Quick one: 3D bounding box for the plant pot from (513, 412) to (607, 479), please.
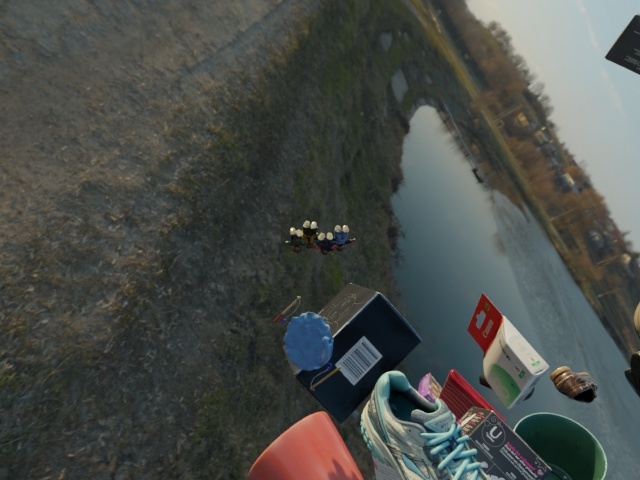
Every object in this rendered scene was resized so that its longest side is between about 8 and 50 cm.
[{"bbox_3d":[0.848,0.829,1.524,0.293,0.293,0.235,-69,154,-56],"label":"plant pot"}]

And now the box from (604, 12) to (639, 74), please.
[{"bbox_3d":[0.650,-0.248,0.661,0.242,0.076,0.307,-14,51,-38],"label":"box"}]

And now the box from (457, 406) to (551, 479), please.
[{"bbox_3d":[0.397,0.504,0.986,0.163,0.142,0.247,44,-6,21],"label":"box"}]

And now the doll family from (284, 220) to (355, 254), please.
[{"bbox_3d":[0.000,0.000,1.175,0.111,0.193,0.076,91,12,-55],"label":"doll family"}]

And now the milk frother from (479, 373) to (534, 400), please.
[{"bbox_3d":[0.577,0.405,1.309,0.129,0.135,0.143,16,84,-6],"label":"milk frother"}]

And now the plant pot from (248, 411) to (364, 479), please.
[{"bbox_3d":[-0.014,0.642,1.103,0.243,0.275,0.275,44,17,31],"label":"plant pot"}]

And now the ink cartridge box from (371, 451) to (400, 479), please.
[{"bbox_3d":[0.302,0.834,1.504,0.119,0.207,0.353,-8,87,-35],"label":"ink cartridge box"}]

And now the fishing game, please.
[{"bbox_3d":[-0.035,0.314,1.318,0.041,0.189,0.264,8,40,-57],"label":"fishing game"}]

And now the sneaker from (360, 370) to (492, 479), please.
[{"bbox_3d":[0.150,0.285,0.546,0.110,0.122,0.283,-8,26,-31],"label":"sneaker"}]

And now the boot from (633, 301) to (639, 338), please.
[{"bbox_3d":[0.805,0.086,0.743,0.284,0.377,0.138,81,-13,-75],"label":"boot"}]

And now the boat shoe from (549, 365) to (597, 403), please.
[{"bbox_3d":[0.640,0.369,1.036,0.207,0.073,0.073,21,23,-37],"label":"boat shoe"}]

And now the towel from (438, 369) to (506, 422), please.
[{"bbox_3d":[0.455,0.529,1.301,0.199,0.031,0.274,46,-23,33],"label":"towel"}]

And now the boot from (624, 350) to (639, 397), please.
[{"bbox_3d":[0.897,0.325,1.073,0.236,0.179,0.085,55,12,-43],"label":"boot"}]

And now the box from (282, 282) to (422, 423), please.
[{"bbox_3d":[0.111,0.462,1.867,0.297,0.480,0.472,48,-8,-8],"label":"box"}]

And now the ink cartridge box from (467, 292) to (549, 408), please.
[{"bbox_3d":[0.430,0.269,1.026,0.181,0.056,0.224,88,-24,-46],"label":"ink cartridge box"}]

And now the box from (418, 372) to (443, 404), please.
[{"bbox_3d":[0.472,0.649,1.530,0.293,0.057,0.201,51,15,7],"label":"box"}]
